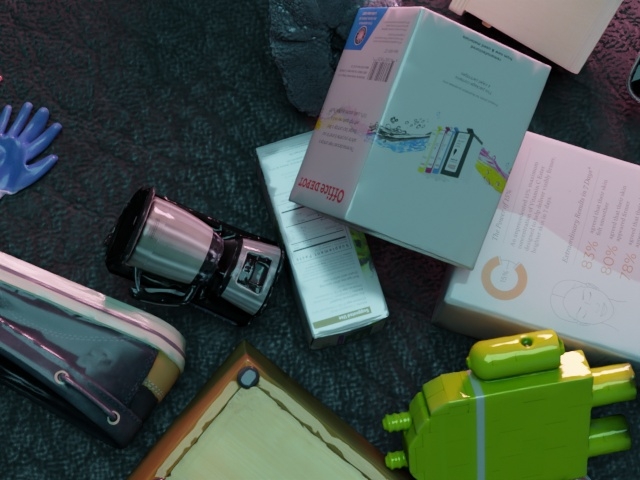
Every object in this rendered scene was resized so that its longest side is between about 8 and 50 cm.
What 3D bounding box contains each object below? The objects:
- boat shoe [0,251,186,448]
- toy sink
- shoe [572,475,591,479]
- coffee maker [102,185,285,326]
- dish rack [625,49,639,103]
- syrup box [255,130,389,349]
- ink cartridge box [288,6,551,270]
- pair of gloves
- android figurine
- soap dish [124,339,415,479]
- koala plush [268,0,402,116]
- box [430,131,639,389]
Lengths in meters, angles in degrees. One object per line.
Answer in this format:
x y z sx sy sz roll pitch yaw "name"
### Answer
-0.401 0.093 1.537 0.500 0.187 0.156 21 71 -2 "boat shoe"
0.238 -0.310 1.642 0.234 0.153 0.131 31 108 4 "toy sink"
0.278 0.343 1.544 0.063 0.081 0.178 15 77 2 "shoe"
-0.145 0.015 1.587 0.178 0.171 0.120 25 100 -17 "coffee maker"
0.524 -0.208 1.661 0.271 0.074 0.208 27 94 3 "dish rack"
0.000 0.000 1.611 0.096 0.093 0.237 -17 78 -6 "syrup box"
0.102 -0.112 1.482 0.168 0.171 0.232 20 92 -23 "ink cartridge box"
-0.418 -0.128 1.667 0.198 0.023 0.159 38 79 6 "pair of gloves"
0.202 0.201 1.496 0.273 0.248 0.056 -10 42 -2 "android figurine"
-0.048 0.283 1.532 0.291 0.118 0.229 39 79 6 "soap dish"
0.027 -0.304 1.647 0.196 0.203 0.221 -12 48 17 "koala plush"
0.324 0.035 1.573 0.345 0.168 0.215 18 77 2 "box"
